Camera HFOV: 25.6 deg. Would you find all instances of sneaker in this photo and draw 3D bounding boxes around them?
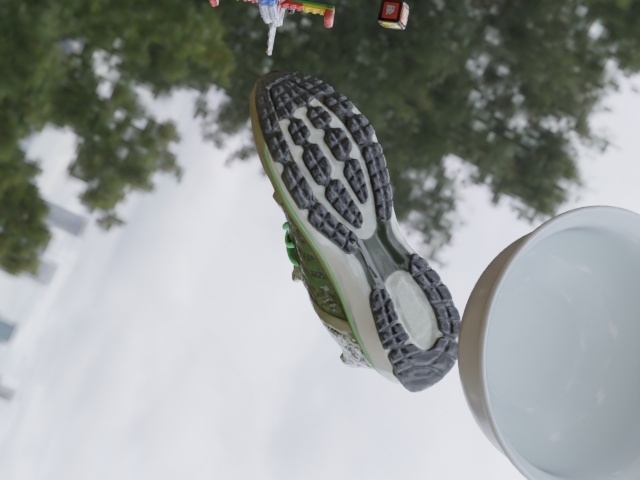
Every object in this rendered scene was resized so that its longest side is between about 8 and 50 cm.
[{"bbox_3d":[0.000,0.000,1.669,0.158,0.410,0.182,-31,-171,-39],"label":"sneaker"}]

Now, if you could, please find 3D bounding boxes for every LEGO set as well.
[{"bbox_3d":[-0.045,-0.211,1.184,0.182,0.244,0.060,6,-97,50],"label":"LEGO set"}]

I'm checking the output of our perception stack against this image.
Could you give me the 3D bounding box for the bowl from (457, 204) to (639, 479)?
[{"bbox_3d":[0.246,0.110,1.440,0.134,0.298,0.297,4,-112,60],"label":"bowl"}]
